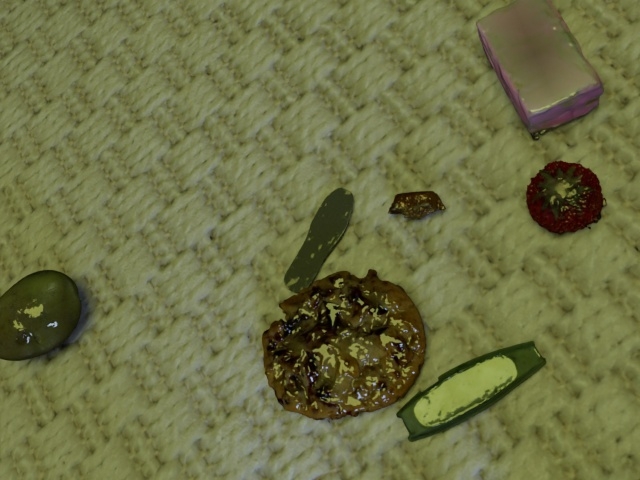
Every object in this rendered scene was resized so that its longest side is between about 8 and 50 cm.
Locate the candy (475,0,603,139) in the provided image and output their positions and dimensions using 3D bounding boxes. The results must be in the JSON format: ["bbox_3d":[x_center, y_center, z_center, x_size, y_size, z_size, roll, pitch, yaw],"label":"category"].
[{"bbox_3d":[0.431,-0.352,1.420,0.155,0.116,0.265,-26,64,13],"label":"candy"}]

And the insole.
[{"bbox_3d":[0.000,0.000,1.514,0.081,0.011,0.248,26,82,26],"label":"insole"}]

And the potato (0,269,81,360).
[{"bbox_3d":[-0.659,0.178,1.618,0.251,0.159,0.174,-33,38,-6],"label":"potato"}]

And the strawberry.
[{"bbox_3d":[0.456,-0.082,1.336,0.145,0.086,0.145,-7,68,19],"label":"strawberry"}]

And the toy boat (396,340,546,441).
[{"bbox_3d":[0.269,0.270,1.301,0.293,0.055,0.093,-31,67,8],"label":"toy boat"}]

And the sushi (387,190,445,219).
[{"bbox_3d":[0.195,-0.069,1.445,0.118,0.061,0.060,-7,78,39],"label":"sushi"}]

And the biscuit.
[{"bbox_3d":[0.036,0.200,1.398,0.334,0.081,0.289,-23,67,10],"label":"biscuit"}]
